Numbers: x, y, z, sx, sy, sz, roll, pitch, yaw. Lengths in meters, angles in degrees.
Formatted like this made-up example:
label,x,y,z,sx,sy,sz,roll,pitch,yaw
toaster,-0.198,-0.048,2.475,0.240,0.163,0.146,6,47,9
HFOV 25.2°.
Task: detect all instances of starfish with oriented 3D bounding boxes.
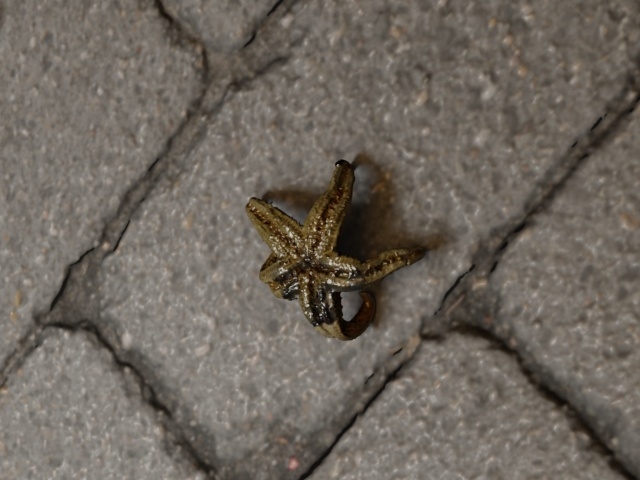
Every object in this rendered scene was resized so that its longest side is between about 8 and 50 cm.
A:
label,x,y,z,sx,sy,sz,roll,pitch,yaw
starfish,0.000,-0.001,1.387,0.190,0.074,0.146,39,113,23
